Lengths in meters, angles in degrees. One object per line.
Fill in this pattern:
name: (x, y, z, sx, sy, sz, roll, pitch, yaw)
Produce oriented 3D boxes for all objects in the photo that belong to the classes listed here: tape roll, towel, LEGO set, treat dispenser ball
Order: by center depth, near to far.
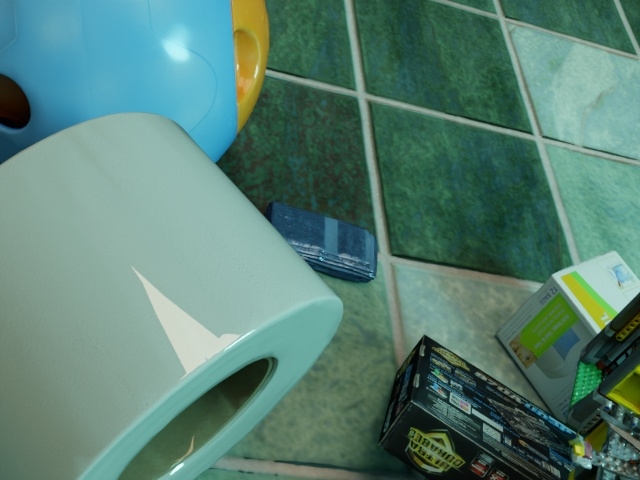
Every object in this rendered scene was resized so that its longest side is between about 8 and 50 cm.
tape roll: (-0.129, 0.061, 0.611, 0.246, 0.246, 0.169, -28, 69, -41)
LEGO set: (0.309, 0.150, 0.679, 0.255, 0.192, 0.331, 37, 41, 7)
treat dispenser ball: (-0.189, -0.175, 0.812, 0.288, 0.288, 0.288, 14, 47, -16)
towel: (0.000, 0.000, 0.940, 0.119, 0.029, 0.067, 16, 46, -14)

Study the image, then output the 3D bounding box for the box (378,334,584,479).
box: (0.161, 0.180, 0.797, 0.220, 0.051, 0.175, 33, 15, 1)

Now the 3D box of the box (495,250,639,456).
box: (0.288, 0.129, 0.916, 0.103, 0.114, 0.203, -16, 62, -36)
